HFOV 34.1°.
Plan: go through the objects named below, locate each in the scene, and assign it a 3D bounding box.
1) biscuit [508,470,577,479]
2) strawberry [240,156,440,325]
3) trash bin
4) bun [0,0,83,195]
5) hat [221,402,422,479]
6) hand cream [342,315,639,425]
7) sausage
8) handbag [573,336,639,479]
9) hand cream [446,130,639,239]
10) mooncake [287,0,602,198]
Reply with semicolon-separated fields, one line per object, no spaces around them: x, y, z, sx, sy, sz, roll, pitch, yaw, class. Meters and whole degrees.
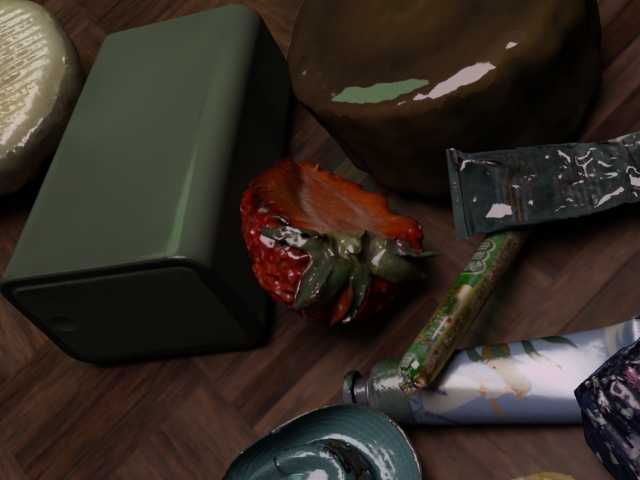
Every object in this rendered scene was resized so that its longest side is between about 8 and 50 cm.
0.155;0.270;0.737;0.219;0.033;0.220;-17;56;27;biscuit
-0.015;-0.003;0.967;0.228;0.174;0.098;43;124;49;strawberry
-0.157;-0.062;1.078;0.222;0.158;0.344;-9;50;21;trash bin
-0.412;-0.163;1.296;0.287;0.146;0.287;-6;68;16;bun
-0.014;0.210;0.835;0.191;0.078;0.138;-41;63;9;hat
0.144;0.116;0.857;0.255;0.055;0.088;-7;64;19;hand cream
0.137;0.030;0.889;0.032;0.033;0.269;13;50;35;sausage
0.295;0.146;0.706;0.162;0.113;0.260;-33;46;-2;handbag
0.232;-0.061;0.884;0.247;0.052;0.075;-9;69;2;hand cream
0.123;-0.184;0.999;0.290;0.161;0.291;-16;51;21;mooncake
